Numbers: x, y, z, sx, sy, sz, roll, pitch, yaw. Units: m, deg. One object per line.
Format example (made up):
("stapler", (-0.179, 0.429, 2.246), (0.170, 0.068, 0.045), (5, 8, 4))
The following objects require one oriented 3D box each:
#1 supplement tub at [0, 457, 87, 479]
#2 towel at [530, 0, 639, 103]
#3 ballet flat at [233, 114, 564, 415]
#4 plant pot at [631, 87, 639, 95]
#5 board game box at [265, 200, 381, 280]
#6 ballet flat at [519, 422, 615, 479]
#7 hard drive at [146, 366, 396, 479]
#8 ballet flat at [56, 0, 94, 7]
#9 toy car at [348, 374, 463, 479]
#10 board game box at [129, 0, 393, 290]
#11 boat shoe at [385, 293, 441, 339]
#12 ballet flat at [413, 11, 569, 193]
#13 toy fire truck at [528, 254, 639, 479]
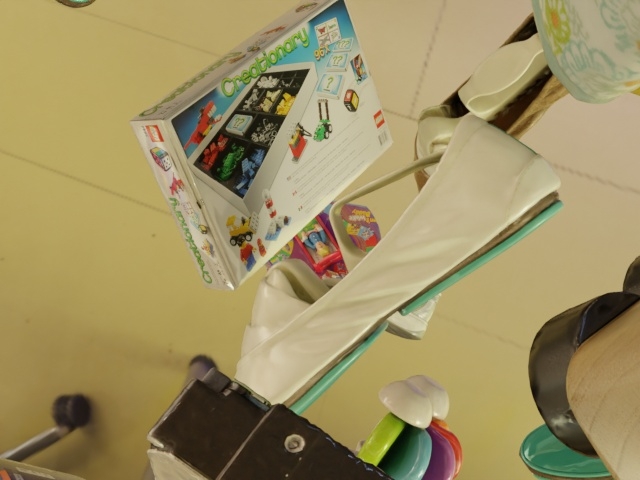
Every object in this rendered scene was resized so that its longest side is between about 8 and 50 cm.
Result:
("supplement tub", (-0.424, 0.376, 1.353), (0.194, 0.316, 0.193), (-9, 67, 23))
("towel", (0.186, -0.299, 0.698), (0.090, 0.320, 0.374), (-13, 85, 0))
("ballet flat", (0.030, 0.038, 0.947), (0.400, 0.139, 0.139), (-41, 85, 17))
("plant pot", (0.460, -0.331, 1.406), (0.212, 0.187, 0.212), (19, 66, -8))
("board game box", (0.000, 0.000, 1.467), (0.169, 0.033, 0.133), (11, 74, 11))
("ballet flat", (0.334, 0.210, 1.094), (0.247, 0.087, 0.083), (-21, 51, 21))
("hard drive", (0.061, 0.222, 0.584), (0.339, 0.064, 0.237), (32, 153, 16))
("ballet flat", (-0.233, -0.364, 1.014), (0.096, 0.095, 0.280), (17, 102, 54))
("toy car", (0.117, 0.270, 1.373), (0.136, 0.182, 0.159), (37, 101, 19))
("board game box", (-0.046, -0.112, 1.106), (0.053, 0.305, 0.193), (3, 124, 40))
("boat shoe", (0.040, 0.044, 1.651), (0.320, 0.118, 0.103), (30, 78, -10))
("ballet flat", (0.189, -0.150, 1.210), (0.342, 0.124, 0.116), (-43, 64, 40))
("toy fire truck", (0.232, 0.080, 0.355), (0.246, 0.217, 0.158), (59, 145, 4))
